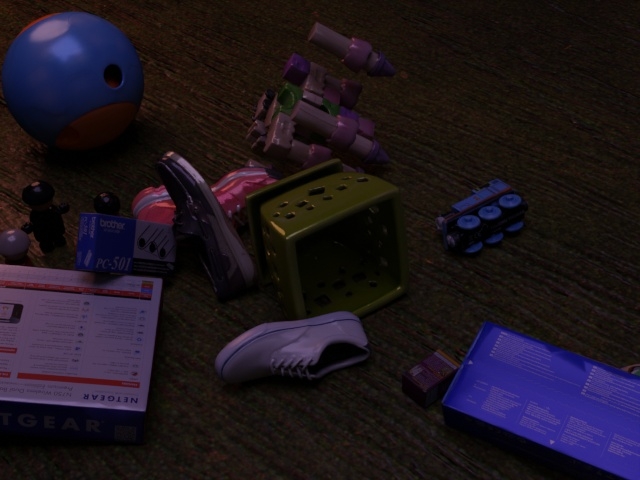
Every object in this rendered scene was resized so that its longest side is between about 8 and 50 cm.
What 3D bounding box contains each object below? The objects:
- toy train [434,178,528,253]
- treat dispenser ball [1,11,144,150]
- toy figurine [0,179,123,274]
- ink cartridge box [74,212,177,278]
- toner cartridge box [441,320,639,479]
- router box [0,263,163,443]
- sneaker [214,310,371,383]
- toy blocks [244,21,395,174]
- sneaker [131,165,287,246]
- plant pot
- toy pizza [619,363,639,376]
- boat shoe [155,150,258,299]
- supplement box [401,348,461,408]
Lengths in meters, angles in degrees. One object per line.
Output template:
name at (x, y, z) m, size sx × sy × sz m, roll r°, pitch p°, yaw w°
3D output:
toy train at (0.297, -0.043, 1.951) m, size 0.184 × 0.080 × 0.105 m, roll -26°, pitch 37°, yaw -21°
treat dispenser ball at (-0.512, -0.329, 2.175) m, size 0.288 × 0.288 × 0.288 m, roll -2°, pitch 41°, yaw 2°
toy figurine at (-0.460, -0.001, 1.897) m, size 0.210 × 0.148 × 0.213 m, roll 5°, pitch 41°, yaw 9°
ink cartridge box at (-0.333, 0.011, 1.820) m, size 0.046 × 0.097 × 0.207 m, roll 3°, pitch -3°, yaw 33°
toner cartridge box at (0.373, 0.258, 1.567) m, size 0.348 × 0.075 × 0.165 m, roll 20°, pitch 60°, yaw 25°
router box at (-0.436, 0.175, 1.693) m, size 0.336 × 0.082 × 0.301 m, roll 6°, pitch 40°, yaw -6°
sneaker at (-0.040, 0.183, 1.695) m, size 0.258 × 0.094 × 0.091 m, roll -16°, pitch 38°, yaw -16°
toy blocks at (0.024, -0.216, 2.102) m, size 0.260 × 0.309 × 0.288 m, roll 24°, pitch 51°, yaw -18°
sneaker at (-0.196, -0.040, 1.976) m, size 0.314 × 0.116 × 0.136 m, roll -12°, pitch 51°, yaw 1°
plant pot at (0.000, 0.000, 1.816) m, size 0.228 × 0.227 × 0.207 m, roll -25°, pitch 38°, yaw -22°
toy pizza at (0.527, 0.258, 1.615) m, size 0.201 × 0.032 × 0.201 m, roll -2°, pitch 41°, yaw 2°
boat shoe at (-0.217, -0.025, 1.862) m, size 0.092 × 0.103 × 0.285 m, roll -33°, pitch 91°, yaw -22°
supplement box at (0.178, 0.221, 1.675) m, size 0.083 × 0.043 × 0.055 m, roll -29°, pitch 47°, yaw -28°
